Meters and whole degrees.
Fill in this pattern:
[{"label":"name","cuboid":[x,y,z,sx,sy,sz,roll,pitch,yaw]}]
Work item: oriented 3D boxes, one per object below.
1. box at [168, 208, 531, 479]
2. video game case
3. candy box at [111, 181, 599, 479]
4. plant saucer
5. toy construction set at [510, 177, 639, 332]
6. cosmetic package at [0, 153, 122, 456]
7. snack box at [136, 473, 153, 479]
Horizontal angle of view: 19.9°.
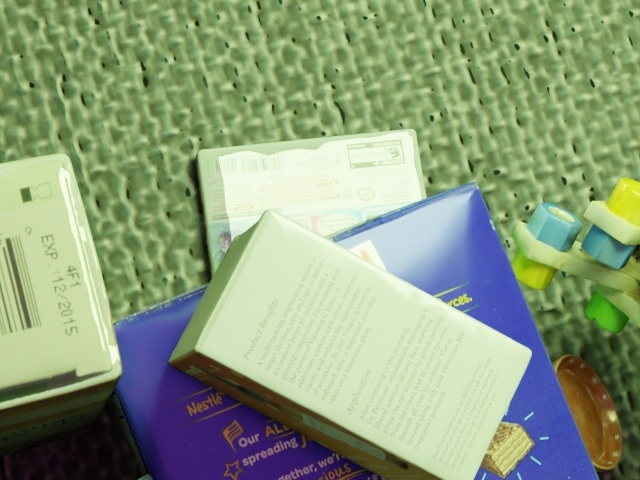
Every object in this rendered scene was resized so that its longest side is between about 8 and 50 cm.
[{"label":"box","cuboid":[0.013,0.067,1.050,0.170,0.130,0.091,28,79,-6]},{"label":"video game case","cuboid":[0.000,0.000,1.262,0.157,0.019,0.143,-6,81,-12]},{"label":"candy box","cuboid":[0.031,0.157,1.172,0.268,0.122,0.317,-21,89,-13]},{"label":"plant saucer","cuboid":[0.179,0.119,1.249,0.083,0.013,0.083,35,42,-39]},{"label":"toy construction set","cuboid":[0.302,0.032,1.210,0.328,0.151,0.215,-10,37,-38]},{"label":"cosmetic package","cuboid":[-0.208,0.055,1.069,0.153,0.296,0.129,-14,82,-11]},{"label":"snack box","cuboid":[-0.143,0.265,1.096,0.207,0.070,0.174,-33,86,29]}]
